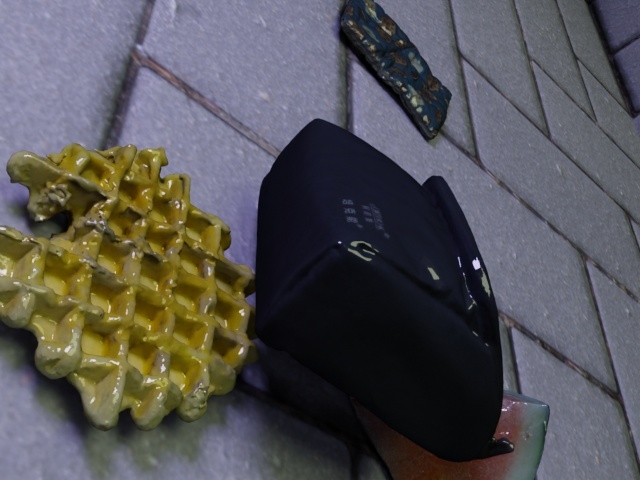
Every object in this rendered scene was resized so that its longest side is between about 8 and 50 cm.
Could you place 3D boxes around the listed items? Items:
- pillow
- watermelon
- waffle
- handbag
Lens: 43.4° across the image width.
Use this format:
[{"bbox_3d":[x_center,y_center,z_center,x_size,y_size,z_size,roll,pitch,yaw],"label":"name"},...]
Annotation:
[{"bbox_3d":[0.130,-0.300,1.344,0.255,0.034,0.189,47,34,-14],"label":"pillow"},{"bbox_3d":[0.121,0.229,0.866,0.202,0.136,0.207,21,64,12],"label":"watermelon"},{"bbox_3d":[-0.153,0.032,0.667,0.250,0.056,0.261,61,29,5],"label":"waffle"},{"bbox_3d":[0.077,0.033,0.773,0.275,0.178,0.302,32,20,-19],"label":"handbag"}]
